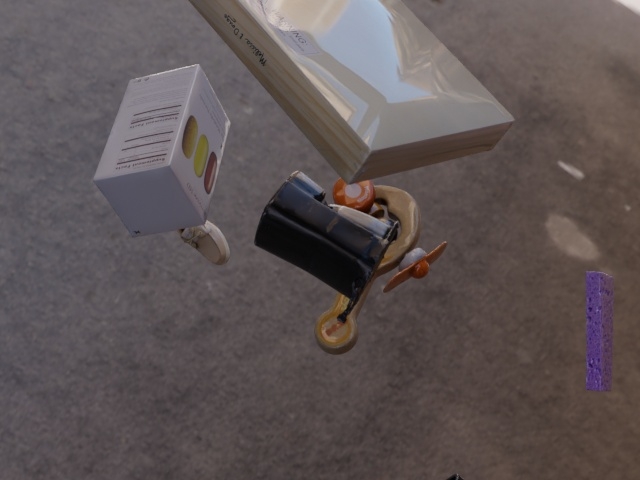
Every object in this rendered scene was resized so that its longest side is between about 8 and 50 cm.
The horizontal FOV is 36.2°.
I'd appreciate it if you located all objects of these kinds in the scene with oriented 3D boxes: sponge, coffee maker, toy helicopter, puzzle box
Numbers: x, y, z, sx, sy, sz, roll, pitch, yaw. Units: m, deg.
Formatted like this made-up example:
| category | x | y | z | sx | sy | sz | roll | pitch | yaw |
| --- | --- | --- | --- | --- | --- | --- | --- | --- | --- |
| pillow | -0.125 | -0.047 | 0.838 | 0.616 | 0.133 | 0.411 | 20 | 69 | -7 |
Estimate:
| category | x | y | z | sx | sy | sz | roll | pitch | yaw |
| --- | --- | --- | --- | --- | --- | --- | --- | --- | --- |
| sponge | 0.498 | 0.164 | 1.748 | 0.117 | 0.031 | 0.210 | 14 | 77 | -63 |
| coffee maker | 0.000 | 0.000 | 1.391 | 0.178 | 0.120 | 0.171 | 28 | 29 | 6 |
| toy helicopter | 0.096 | 0.059 | 1.869 | 0.235 | 0.140 | 0.355 | 19 | 69 | 12 |
| puzzle box | 0.003 | -0.240 | 1.083 | 0.272 | 0.052 | 0.409 | -17 | 60 | -46 |

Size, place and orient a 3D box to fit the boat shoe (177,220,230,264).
| category | x | y | z | sx | sy | sz | roll | pitch | yaw |
| --- | --- | --- | --- | --- | --- | --- | --- | --- | --- |
| boat shoe | -0.236 | -0.017 | 1.811 | 0.170 | 0.063 | 0.059 | 48 | 30 | 19 |

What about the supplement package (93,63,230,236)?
| category | x | y | z | sx | sy | sz | roll | pitch | yaw |
| --- | --- | --- | --- | --- | --- | --- | --- | --- | --- |
| supplement package | -0.247 | -0.144 | 1.571 | 0.139 | 0.133 | 0.244 | 63 | 25 | -43 |

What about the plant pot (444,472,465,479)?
| category | x | y | z | sx | sy | sz | roll | pitch | yaw |
| --- | --- | --- | --- | --- | --- | --- | --- | --- | --- |
| plant pot | 0.208 | 0.514 | 1.532 | 0.167 | 0.187 | 0.188 | 35 | 43 | -7 |
